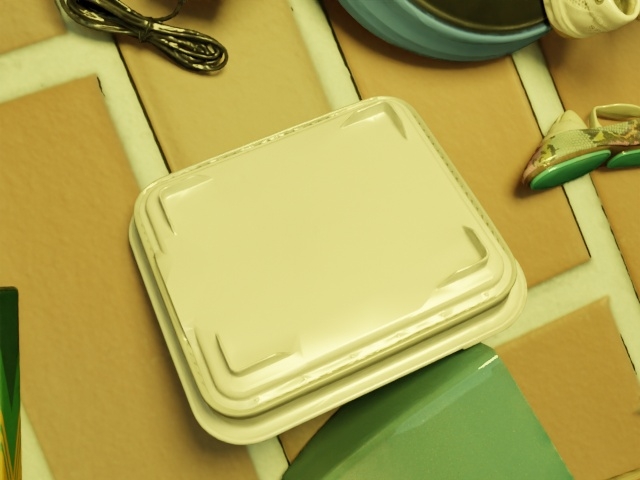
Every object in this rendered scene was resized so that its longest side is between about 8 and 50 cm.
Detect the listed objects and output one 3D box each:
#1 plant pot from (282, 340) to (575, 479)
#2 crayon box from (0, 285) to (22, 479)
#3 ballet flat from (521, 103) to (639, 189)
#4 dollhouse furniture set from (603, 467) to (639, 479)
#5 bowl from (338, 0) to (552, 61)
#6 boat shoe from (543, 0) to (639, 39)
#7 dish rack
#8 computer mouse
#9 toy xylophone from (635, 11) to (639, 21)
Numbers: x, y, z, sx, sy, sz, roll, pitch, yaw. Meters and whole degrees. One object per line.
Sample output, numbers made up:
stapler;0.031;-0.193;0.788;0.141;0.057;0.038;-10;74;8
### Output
plant pot;0.088;0.223;0.666;0.234;0.166;0.166;-32;94;-4
crayon box;-0.381;0.204;0.613;0.202;0.081;0.319;-1;87;-10
ballet flat;0.311;-0.112;0.768;0.221;0.077;0.079;-12;71;-16
dollhouse furniture set;0.305;0.288;0.712;0.183;0.129;0.129;-15;90;-10
bowl;0.158;-0.384;0.693;0.390;0.077;0.392;-3;99;-21
boat shoe;0.253;-0.336;0.643;0.098;0.096;0.277;-25;106;-17
dish rack;0.000;0.000;0.638;0.332;0.072;0.286;-23;64;-10
computer mouse;-0.141;-0.290;0.620;0.184;0.262;0.060;15;46;-16
toy xylophone;0.367;-0.335;0.681;0.081;0.323;0.236;8;121;10
